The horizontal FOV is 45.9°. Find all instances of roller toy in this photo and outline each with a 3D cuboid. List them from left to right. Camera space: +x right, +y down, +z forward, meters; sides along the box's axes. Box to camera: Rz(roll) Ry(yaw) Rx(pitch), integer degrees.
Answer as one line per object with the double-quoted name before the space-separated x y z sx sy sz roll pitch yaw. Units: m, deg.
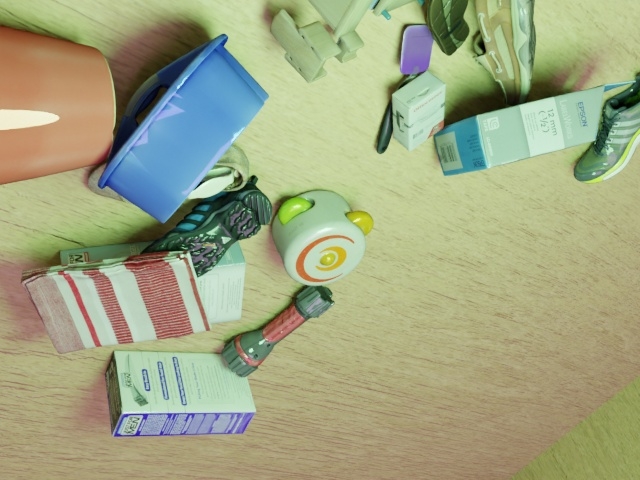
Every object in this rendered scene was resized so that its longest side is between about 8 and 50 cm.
"roller toy" 0.000 0.000 1.680 0.209 0.146 0.191 -1 133 -23

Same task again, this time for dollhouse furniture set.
"dollhouse furniture set" 0.073 -0.477 1.305 0.303 0.198 0.286 -34 171 -36

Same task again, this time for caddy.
"caddy" -0.244 -0.197 1.296 0.179 0.241 0.341 40 103 -10

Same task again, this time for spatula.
"spatula" 0.164 -0.299 1.541 0.084 0.030 0.296 -16 141 -34

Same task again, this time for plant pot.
"plant pot" -0.474 -0.215 1.196 0.243 0.275 0.275 -7 136 -34

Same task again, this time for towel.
"towel" -0.403 0.131 1.519 0.329 0.037 0.237 -8 133 0

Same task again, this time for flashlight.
"flashlight" -0.107 0.218 1.883 0.304 0.103 0.103 -39 124 16

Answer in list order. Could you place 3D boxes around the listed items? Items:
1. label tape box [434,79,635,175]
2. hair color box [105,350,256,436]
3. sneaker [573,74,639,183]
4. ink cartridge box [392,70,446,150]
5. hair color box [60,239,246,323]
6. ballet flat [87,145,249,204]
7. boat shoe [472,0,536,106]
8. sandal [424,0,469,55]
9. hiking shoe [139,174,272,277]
"label tape box" 0.445 -0.229 1.576 0.347 0.249 0.115 -13 93 -10
"hair color box" -0.348 0.379 1.873 0.338 0.185 0.110 8 130 -29
"sneaker" 0.692 -0.266 1.770 0.121 0.111 0.300 24 114 -27
"ink cartridge box" 0.200 -0.263 1.540 0.099 0.056 0.135 -35 151 -16
"hair color box" -0.361 0.101 1.647 0.374 0.114 0.185 -7 133 -18
"ballet flat" -0.289 -0.118 1.466 0.316 0.106 0.108 -13 139 -11
"boat shoe" 0.364 -0.389 1.499 0.116 0.123 0.324 4 151 19
"sandal" 0.233 -0.423 1.414 0.090 0.060 0.219 -43 159 5
"hiking shoe" -0.239 -0.016 1.548 0.304 0.132 0.113 -29 121 -2
